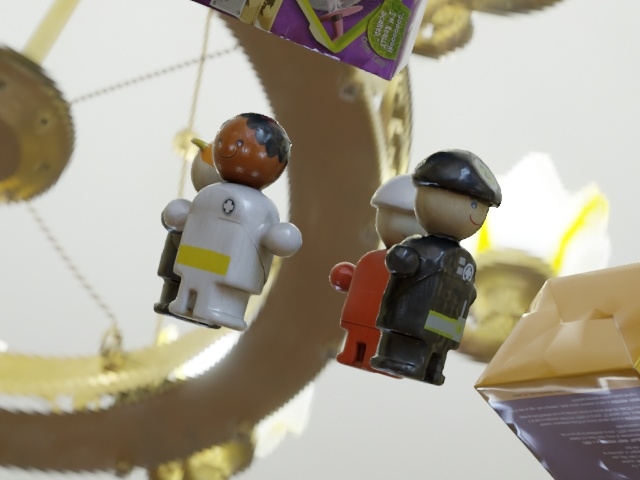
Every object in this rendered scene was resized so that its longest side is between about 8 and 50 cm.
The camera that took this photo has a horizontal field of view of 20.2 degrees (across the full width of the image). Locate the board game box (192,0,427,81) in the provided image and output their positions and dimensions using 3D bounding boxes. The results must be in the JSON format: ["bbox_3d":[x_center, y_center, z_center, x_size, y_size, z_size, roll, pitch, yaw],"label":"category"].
[{"bbox_3d":[0.010,-0.306,1.260,0.208,0.056,0.347,25,-61,14],"label":"board game box"}]

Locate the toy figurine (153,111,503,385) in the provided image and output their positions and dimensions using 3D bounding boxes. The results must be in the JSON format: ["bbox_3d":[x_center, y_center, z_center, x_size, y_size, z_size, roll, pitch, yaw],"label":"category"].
[{"bbox_3d":[0.000,0.000,1.178,0.209,0.213,0.148,16,-94,-5],"label":"toy figurine"}]

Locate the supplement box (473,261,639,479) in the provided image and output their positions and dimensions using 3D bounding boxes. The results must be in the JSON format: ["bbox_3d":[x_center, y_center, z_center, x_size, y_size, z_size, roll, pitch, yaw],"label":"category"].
[{"bbox_3d":[0.269,0.131,1.442,0.194,0.129,0.191,49,-31,-17],"label":"supplement box"}]
